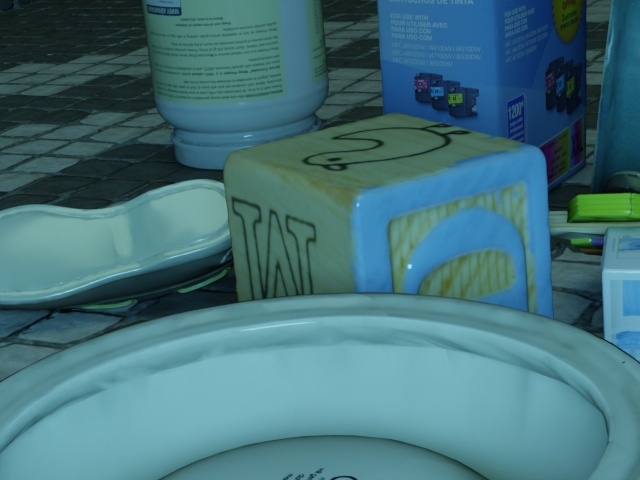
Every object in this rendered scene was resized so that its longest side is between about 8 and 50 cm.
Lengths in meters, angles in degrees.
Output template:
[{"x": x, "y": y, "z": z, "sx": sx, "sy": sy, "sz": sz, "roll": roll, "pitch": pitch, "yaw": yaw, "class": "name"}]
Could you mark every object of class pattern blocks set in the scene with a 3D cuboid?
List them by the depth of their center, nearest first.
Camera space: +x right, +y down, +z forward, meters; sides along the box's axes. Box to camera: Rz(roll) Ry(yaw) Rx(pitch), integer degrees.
[{"x": 0.291, "y": -0.004, "z": 1.258, "sx": 0.324, "sy": 0.026, "sz": 0.285, "roll": -2, "pitch": -9, "yaw": 36, "class": "pattern blocks set"}]

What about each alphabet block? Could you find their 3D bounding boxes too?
[{"x": 0.055, "y": 0.017, "z": 1.177, "sx": 0.192, "sy": 0.194, "sz": 0.197, "roll": -15, "pitch": 20, "yaw": -31, "class": "alphabet block"}]

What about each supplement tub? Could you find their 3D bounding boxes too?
[{"x": -0.112, "y": -0.275, "z": 1.902, "sx": 0.235, "sy": 0.325, "sz": 0.235, "roll": -5, "pitch": 18, "yaw": 2, "class": "supplement tub"}]

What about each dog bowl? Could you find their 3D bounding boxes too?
[{"x": -0.009, "y": 0.167, "z": 0.804, "sx": 0.407, "sy": 0.150, "sz": 0.408, "roll": -4, "pitch": 17, "yaw": 1, "class": "dog bowl"}]

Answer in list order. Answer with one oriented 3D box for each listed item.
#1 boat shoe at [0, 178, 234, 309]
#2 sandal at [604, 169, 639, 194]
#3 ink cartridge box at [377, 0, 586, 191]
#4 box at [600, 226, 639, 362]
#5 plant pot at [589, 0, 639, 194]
[{"x": -0.222, "y": 0.019, "z": 1.413, "sx": 0.304, "sy": 0.091, "sz": 0.109, "roll": -11, "pitch": 61, "yaw": -3, "class": "boat shoe"}, {"x": 0.405, "y": -0.045, "z": 1.346, "sx": 0.302, "sy": 0.086, "sz": 0.120, "roll": 3, "pitch": -8, "yaw": -12, "class": "sandal"}, {"x": 0.185, "y": -0.245, "z": 1.611, "sx": 0.151, "sy": 0.396, "sz": 0.270, "roll": 6, "pitch": 21, "yaw": 30, "class": "ink cartridge box"}, {"x": 0.320, "y": 0.056, "z": 1.103, "sx": 0.203, "sy": 0.114, "sz": 0.103, "roll": -1, "pitch": 19, "yaw": 14, "class": "box"}, {"x": 0.470, "y": -0.191, "z": 1.526, "sx": 0.334, "sy": 0.341, "sz": 0.341, "roll": 6, "pitch": 20, "yaw": 11, "class": "plant pot"}]
